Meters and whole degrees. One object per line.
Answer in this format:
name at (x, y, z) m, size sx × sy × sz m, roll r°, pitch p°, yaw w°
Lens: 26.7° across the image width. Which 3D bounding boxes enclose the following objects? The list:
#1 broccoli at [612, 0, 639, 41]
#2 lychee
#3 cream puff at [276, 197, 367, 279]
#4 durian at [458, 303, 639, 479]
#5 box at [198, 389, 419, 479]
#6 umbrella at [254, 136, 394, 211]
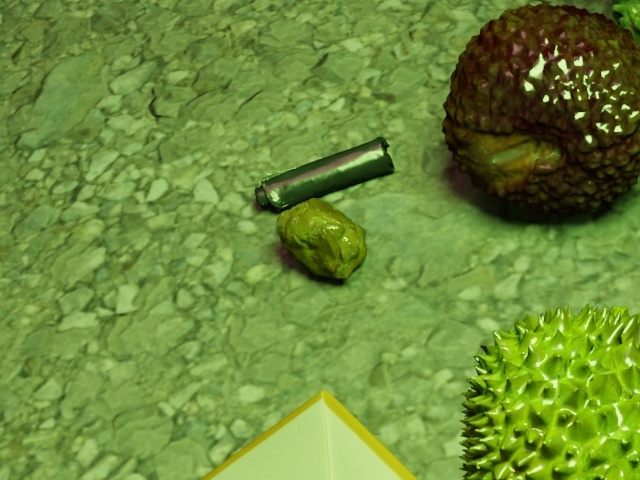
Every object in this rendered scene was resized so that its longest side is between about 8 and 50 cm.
broccoli at (0.366, -0.215, 1.047) m, size 0.353 × 0.397 × 0.275 m, roll 22°, pitch 81°, yaw 1°
lychee at (0.198, -0.117, 1.143) m, size 0.188 × 0.188 × 0.188 m, roll -9°, pitch 46°, yaw 10°
cream puff at (0.000, 0.000, 1.169) m, size 0.083 × 0.058 × 0.083 m, roll 25°, pitch 15°, yaw 6°
durian at (0.161, 0.114, 0.743) m, size 0.146 × 0.198 × 0.159 m, roll -7°, pitch 85°, yaw 36°
box at (-0.011, 0.295, 0.791) m, size 0.283 × 0.214 × 0.259 m, roll -34°, pitch 45°, yaw -16°
umbrella at (0.004, -0.059, 1.245) m, size 0.133 × 0.031 × 0.036 m, roll -19°, pitch 43°, yaw 1°
